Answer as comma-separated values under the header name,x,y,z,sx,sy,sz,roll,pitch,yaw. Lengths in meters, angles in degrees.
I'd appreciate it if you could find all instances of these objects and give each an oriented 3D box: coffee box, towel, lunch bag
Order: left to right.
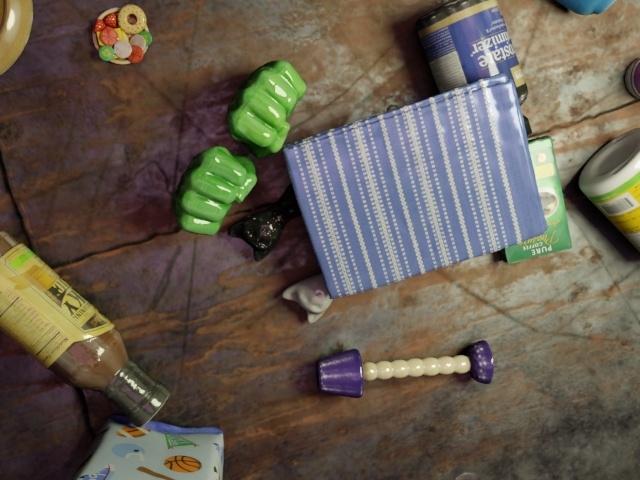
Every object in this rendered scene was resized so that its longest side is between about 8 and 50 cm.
name,x,y,z,sx,sy,sz,roll,pitch,yaw
lunch bag,-0.274,0.483,0.927,0.239,0.328,0.385,10,97,-4
towel,0.138,-0.073,0.963,0.336,0.040,0.243,-17,104,3
coffee box,0.327,-0.064,1.082,0.113,0.040,0.184,-15,98,-5

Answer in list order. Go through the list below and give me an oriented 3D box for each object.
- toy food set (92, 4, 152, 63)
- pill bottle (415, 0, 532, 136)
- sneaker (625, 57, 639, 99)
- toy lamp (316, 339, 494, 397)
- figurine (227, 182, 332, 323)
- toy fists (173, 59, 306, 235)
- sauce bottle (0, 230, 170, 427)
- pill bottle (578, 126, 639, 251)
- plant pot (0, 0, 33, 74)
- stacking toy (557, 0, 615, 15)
name,x,y,z,sx,sy,sz,roll,pitch,yaw
toy food set,-0.289,-0.297,0.987,0.083,0.020,0.082,-13,98,-6
pill bottle,0.233,-0.245,1.008,0.123,0.123,0.219,-24,99,-4
sneaker,0.641,-0.247,1.041,0.282,0.161,0.102,-3,96,-8
toy lamp,0.131,0.204,1.071,0.275,0.080,0.080,-3,97,-6
figurine,0.000,0.000,1.034,0.209,0.092,0.215,-37,101,6
toy fists,-0.118,-0.130,0.967,0.096,0.142,0.279,35,92,-10
sauce bottle,-0.369,0.136,0.986,0.111,0.111,0.344,-45,102,0
pill bottle,0.537,-0.047,1.062,0.246,0.136,0.136,43,90,-10
plant pot,-0.530,-0.332,0.947,0.236,0.032,0.236,-1,98,-7
stacking toy,0.440,-0.502,1.004,0.166,0.175,0.302,36,76,1
